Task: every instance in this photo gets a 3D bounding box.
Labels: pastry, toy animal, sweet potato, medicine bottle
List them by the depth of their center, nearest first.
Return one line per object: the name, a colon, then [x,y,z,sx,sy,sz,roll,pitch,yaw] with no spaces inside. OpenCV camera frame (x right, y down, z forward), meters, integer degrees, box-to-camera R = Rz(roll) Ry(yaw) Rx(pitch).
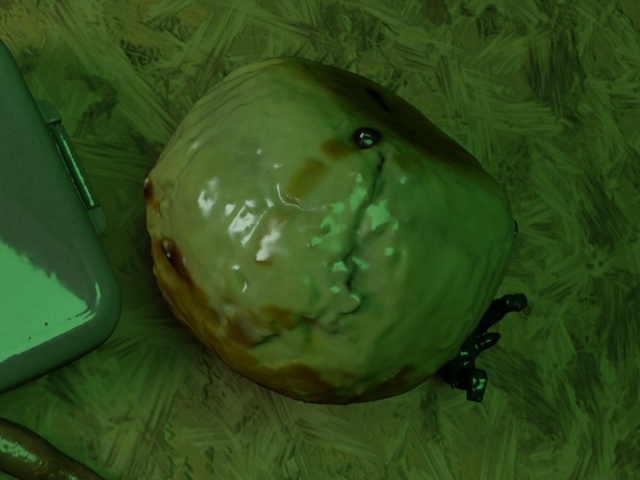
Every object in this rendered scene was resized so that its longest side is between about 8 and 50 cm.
medicine bottle: [-0.376,-0.025,1.008,0.282,0.123,0.375,-24,85,-25]
sweet potato: [-0.263,0.240,1.020,0.214,0.050,0.050,30,66,-10]
pastry: [0.000,0.000,1.030,0.389,0.312,0.388,26,24,-13]
toy animal: [0.186,0.080,1.202,0.115,0.146,0.245,21,67,-9]
